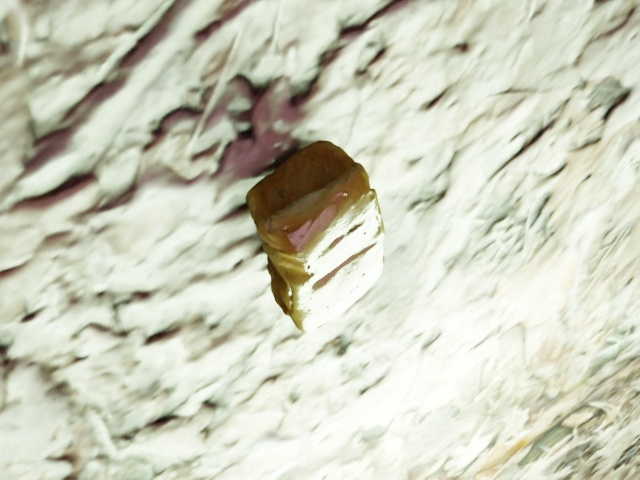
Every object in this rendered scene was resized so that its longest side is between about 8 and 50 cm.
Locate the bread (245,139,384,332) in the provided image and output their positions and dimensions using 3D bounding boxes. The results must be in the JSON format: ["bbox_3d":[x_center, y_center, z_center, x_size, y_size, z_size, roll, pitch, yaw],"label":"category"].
[{"bbox_3d":[0.000,0.000,0.923,0.074,0.053,0.132,-35,152,-14],"label":"bread"}]
